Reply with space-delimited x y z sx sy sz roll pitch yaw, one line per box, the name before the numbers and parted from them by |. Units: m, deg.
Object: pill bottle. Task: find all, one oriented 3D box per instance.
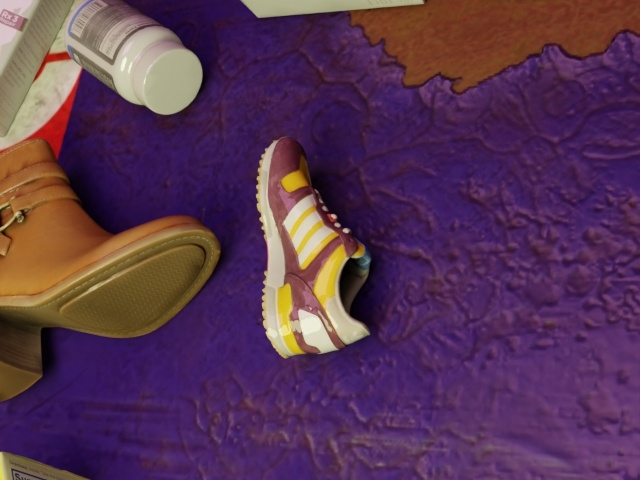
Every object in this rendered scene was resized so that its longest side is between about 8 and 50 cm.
pill bottle | -0.176 -0.175 1.072 0.137 0.078 0.078 37 89 37

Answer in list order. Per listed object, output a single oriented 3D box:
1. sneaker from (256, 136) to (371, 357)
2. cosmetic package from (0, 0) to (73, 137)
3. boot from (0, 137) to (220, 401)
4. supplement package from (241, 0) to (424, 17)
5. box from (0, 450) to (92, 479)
sneaker | 0.000 0.000 0.894 0.083 0.069 0.186 -11 68 17
cosmetic package | -0.338 -0.235 1.171 0.117 0.085 0.231 21 80 7
boot | -0.225 -0.005 1.017 0.283 0.109 0.220 -33 50 22
supplement package | 0.002 -0.271 0.992 0.179 0.105 0.105 2 69 32
box | -0.268 0.323 0.862 0.213 0.117 0.243 -29 55 16
